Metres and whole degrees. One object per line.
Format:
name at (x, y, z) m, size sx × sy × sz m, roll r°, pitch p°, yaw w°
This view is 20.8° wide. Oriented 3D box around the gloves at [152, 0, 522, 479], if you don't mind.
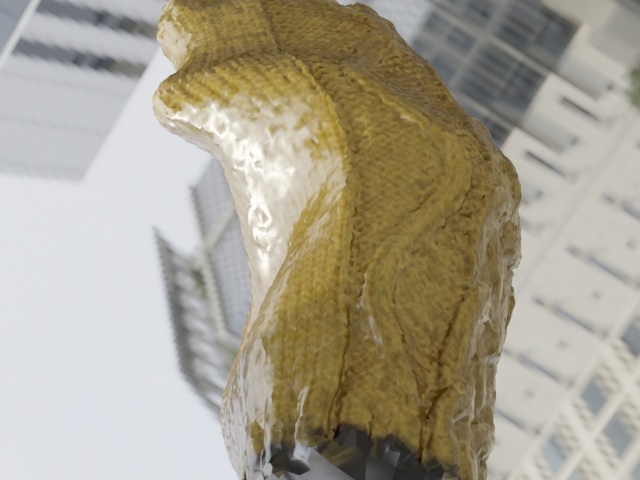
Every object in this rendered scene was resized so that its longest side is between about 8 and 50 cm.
gloves at (0.016, 0.003, 0.811) m, size 0.203 × 0.155 × 0.356 m, roll 80°, pitch 177°, yaw -50°
